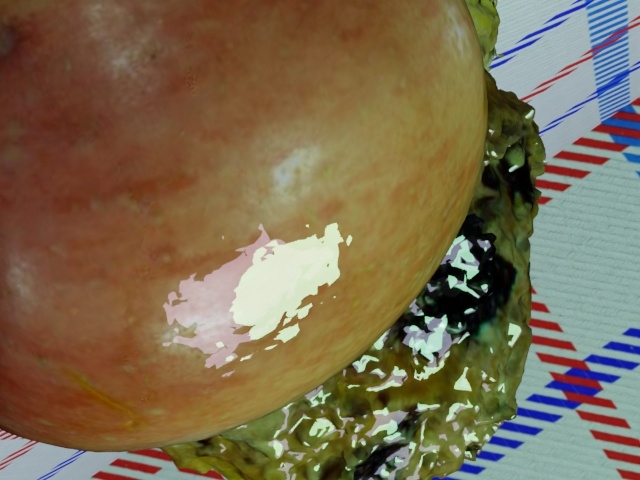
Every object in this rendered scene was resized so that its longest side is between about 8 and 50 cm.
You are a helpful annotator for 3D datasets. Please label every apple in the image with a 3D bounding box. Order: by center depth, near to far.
[{"bbox_3d":[-0.080,-0.075,0.960,0.364,0.364,0.364,-33,170,-7],"label":"apple"}]

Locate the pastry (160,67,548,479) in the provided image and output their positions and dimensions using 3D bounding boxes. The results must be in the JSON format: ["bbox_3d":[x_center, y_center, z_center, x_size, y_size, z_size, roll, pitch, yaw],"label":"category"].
[{"bbox_3d":[0.003,0.017,1.289,0.405,0.337,0.292,-49,-159,-21],"label":"pastry"}]

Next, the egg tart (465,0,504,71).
[{"bbox_3d":[0.044,-0.174,1.533,0.352,0.150,0.352,-29,170,-6],"label":"egg tart"}]
